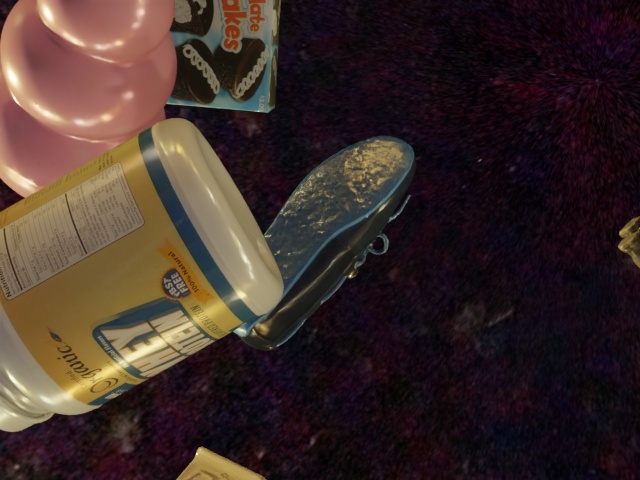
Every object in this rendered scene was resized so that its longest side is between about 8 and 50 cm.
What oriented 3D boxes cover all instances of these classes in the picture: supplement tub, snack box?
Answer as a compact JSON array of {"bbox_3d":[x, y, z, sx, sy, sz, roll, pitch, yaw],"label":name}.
[{"bbox_3d":[-0.141,0.025,0.545,0.199,0.144,0.144,-29,90,2],"label":"supplement tub"},{"bbox_3d":[-0.153,-0.359,1.212,0.187,0.060,0.322,6,107,6],"label":"snack box"}]

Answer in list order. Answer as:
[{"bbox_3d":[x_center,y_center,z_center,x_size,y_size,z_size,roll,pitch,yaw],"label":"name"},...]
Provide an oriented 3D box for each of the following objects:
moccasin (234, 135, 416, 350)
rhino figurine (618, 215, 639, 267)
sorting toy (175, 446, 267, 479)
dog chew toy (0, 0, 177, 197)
[{"bbox_3d":[0.000,0.000,1.105,0.342,0.117,0.137,-44,53,-13],"label":"moccasin"},{"bbox_3d":[0.362,-0.001,0.709,0.106,0.243,0.073,47,66,1],"label":"rhino figurine"},{"bbox_3d":[-0.189,0.428,1.243,0.193,0.208,0.038,7,141,49],"label":"sorting toy"},{"bbox_3d":[-0.246,-0.179,0.867,0.206,0.206,0.332,42,138,7],"label":"dog chew toy"}]
